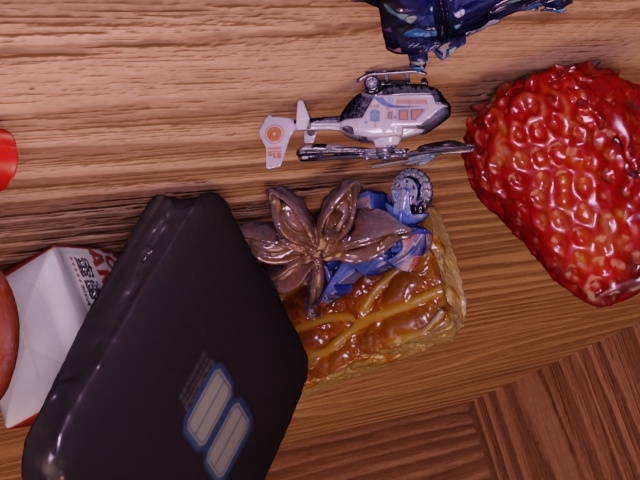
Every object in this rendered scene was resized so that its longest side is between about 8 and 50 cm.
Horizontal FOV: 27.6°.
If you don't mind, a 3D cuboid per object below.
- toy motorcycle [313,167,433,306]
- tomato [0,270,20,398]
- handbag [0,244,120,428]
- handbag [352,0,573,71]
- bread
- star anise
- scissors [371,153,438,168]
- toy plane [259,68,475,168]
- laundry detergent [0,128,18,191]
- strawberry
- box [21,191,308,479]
[{"bbox_3d":[0.059,-0.002,1.524,0.205,0.114,0.076,-28,163,35],"label":"toy motorcycle"},{"bbox_3d":[-0.382,0.084,1.196,0.208,0.184,0.208,-19,159,-7],"label":"tomato"},{"bbox_3d":[-0.241,0.104,1.487,0.151,0.171,0.298,-28,166,24],"label":"handbag"},{"bbox_3d":[0.085,-0.205,0.830,0.162,0.113,0.260,-25,164,2],"label":"handbag"},{"bbox_3d":[0.043,0.080,1.679,0.275,0.184,0.114,-24,158,25],"label":"bread"},{"bbox_3d":[-0.015,-0.005,1.459,0.172,0.063,0.208,27,129,-25],"label":"star anise"},{"bbox_3d":[0.093,-0.088,1.463,0.083,0.006,0.036,-11,166,-24],"label":"scissors"},{"bbox_3d":[0.041,-0.110,1.194,0.197,0.078,0.053,-4,169,7],"label":"toy plane"},{"bbox_3d":[-0.326,-0.060,1.014,0.165,0.049,0.097,-2,165,-38],"label":"laundry detergent"},{"bbox_3d":[0.261,-0.053,1.317,0.205,0.244,0.205,-16,163,-5],"label":"strawberry"},{"bbox_3d":[-0.150,0.169,1.370,0.091,0.359,0.350,7,146,28],"label":"box"}]
